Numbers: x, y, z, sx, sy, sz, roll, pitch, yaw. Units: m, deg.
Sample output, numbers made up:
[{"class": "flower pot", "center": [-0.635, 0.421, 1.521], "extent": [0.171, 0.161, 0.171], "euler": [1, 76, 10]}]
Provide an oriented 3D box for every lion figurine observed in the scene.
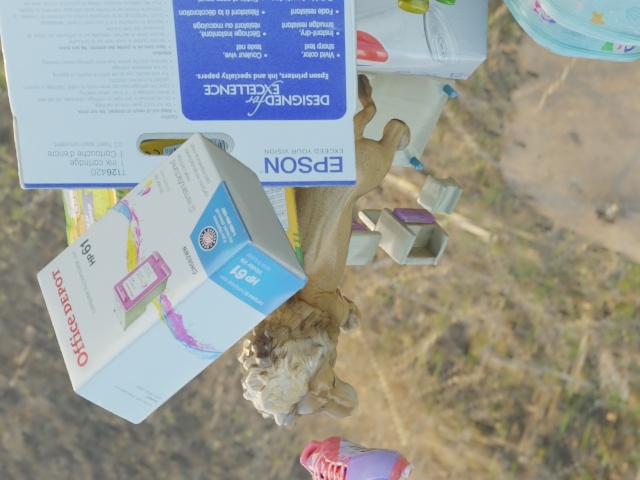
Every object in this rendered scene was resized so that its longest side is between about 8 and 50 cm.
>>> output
[{"class": "lion figurine", "center": [0.000, 0.000, 1.582], "extent": [0.142, 0.392, 0.240], "euler": [7, 179, 11]}]

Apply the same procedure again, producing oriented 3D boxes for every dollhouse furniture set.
[{"class": "dollhouse furniture set", "center": [0.051, -0.146, 1.902], "extent": [0.198, 0.286, 0.303], "euler": [47, 125, 41]}]

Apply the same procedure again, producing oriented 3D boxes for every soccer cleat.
[{"class": "soccer cleat", "center": [0.029, 0.233, 1.456], "extent": [0.095, 0.083, 0.248], "euler": [24, 173, 0]}]

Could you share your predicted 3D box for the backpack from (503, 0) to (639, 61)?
[{"class": "backpack", "center": [0.296, -0.291, 1.512], "extent": [0.225, 0.253, 0.191], "euler": [1, 126, -28]}]

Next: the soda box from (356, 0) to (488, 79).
[{"class": "soda box", "center": [0.035, -0.241, 1.601], "extent": [0.286, 0.098, 0.091], "euler": [5, 170, -8]}]

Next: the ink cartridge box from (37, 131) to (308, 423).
[{"class": "ink cartridge box", "center": [-0.079, 0.020, 0.757], "extent": [0.122, 0.088, 0.052], "euler": [-41, 137, 15]}]

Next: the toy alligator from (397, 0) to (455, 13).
[{"class": "toy alligator", "center": [0.060, -0.251, 1.325], "extent": [0.189, 0.056, 0.051], "euler": [19, 170, -32]}]

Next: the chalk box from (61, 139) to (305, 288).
[{"class": "chalk box", "center": [-0.159, -0.044, 1.504], "extent": [0.289, 0.180, 0.179], "euler": [-159, 59, -65]}]

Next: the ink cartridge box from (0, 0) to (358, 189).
[{"class": "ink cartridge box", "center": [-0.120, -0.194, 1.248], "extent": [0.303, 0.072, 0.307], "euler": [0, 121, 3]}]
